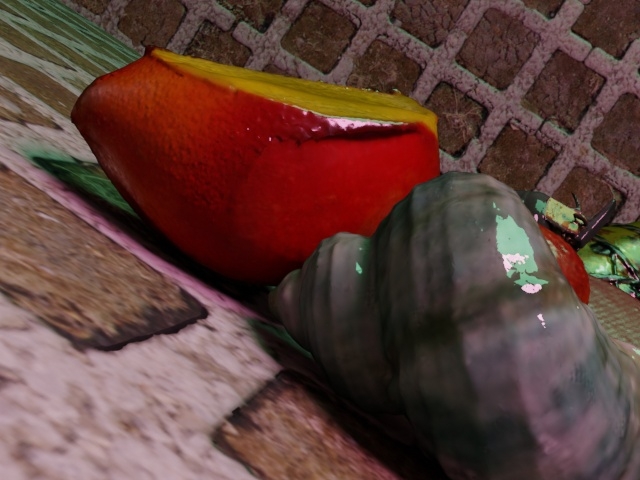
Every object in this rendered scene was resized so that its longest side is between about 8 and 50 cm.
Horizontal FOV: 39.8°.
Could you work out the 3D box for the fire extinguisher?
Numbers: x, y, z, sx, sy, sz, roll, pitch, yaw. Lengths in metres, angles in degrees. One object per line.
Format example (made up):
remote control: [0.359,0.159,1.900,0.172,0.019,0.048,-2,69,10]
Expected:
fire extinguisher: [0.183,-0.022,1.056,0.311,0.114,0.095,8,-36,27]

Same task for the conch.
conch: [0.096,0.063,0.545,0.277,0.195,0.220,11,-11,11]

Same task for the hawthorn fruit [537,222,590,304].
hawthorn fruit: [0.127,0.060,0.729,0.173,0.179,0.174,164,-90,-88]

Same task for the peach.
peach: [-0.039,-0.046,0.636,0.267,0.159,0.154,7,13,-27]

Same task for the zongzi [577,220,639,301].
zongzi: [0.277,0.065,1.166,0.383,0.319,0.362,-6,36,-44]

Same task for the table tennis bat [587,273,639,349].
table tennis bat: [0.312,0.166,0.860,0.268,0.051,0.415,-10,48,-34]
